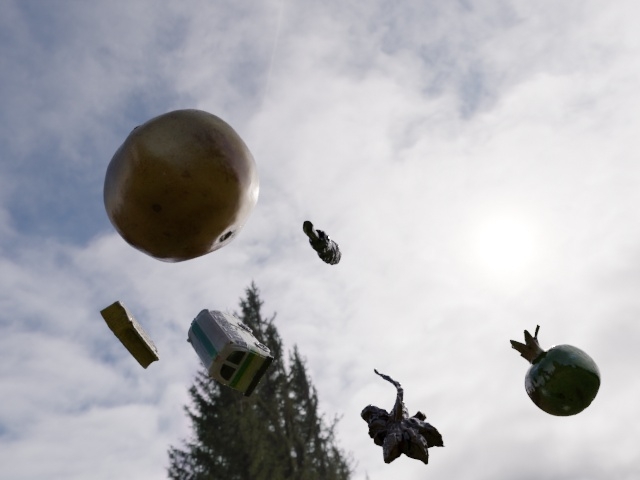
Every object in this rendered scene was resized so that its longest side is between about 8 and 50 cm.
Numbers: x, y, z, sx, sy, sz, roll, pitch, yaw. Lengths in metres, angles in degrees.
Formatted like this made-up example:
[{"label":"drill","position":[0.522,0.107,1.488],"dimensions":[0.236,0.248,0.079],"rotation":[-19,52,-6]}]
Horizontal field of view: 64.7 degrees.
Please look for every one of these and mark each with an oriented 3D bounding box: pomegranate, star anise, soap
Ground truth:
[{"label":"pomegranate","position":[0.571,0.319,1.251],"dimensions":[0.181,0.224,0.182],"rotation":[-30,-32,-21]},{"label":"pomegranate","position":[-0.362,-0.149,1.337],"dimensions":[0.416,0.417,0.417],"rotation":[-7,-44,-6]},{"label":"star anise","position":[0.108,0.253,0.743],"dimensions":[0.097,0.190,0.070],"rotation":[-14,-71,-12]},{"label":"soap","position":[-0.696,0.332,1.842],"dimensions":[0.080,0.160,0.258],"rotation":[-36,-57,-16]}]

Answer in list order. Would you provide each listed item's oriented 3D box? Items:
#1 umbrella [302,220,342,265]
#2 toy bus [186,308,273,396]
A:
[{"label":"umbrella","position":[-0.003,0.007,1.387],"dimensions":[0.070,0.071,0.248],"rotation":[-25,-26,13]},{"label":"toy bus","position":[-0.296,0.326,1.556],"dimensions":[0.179,0.305,0.143],"rotation":[32,-91,-34]}]
